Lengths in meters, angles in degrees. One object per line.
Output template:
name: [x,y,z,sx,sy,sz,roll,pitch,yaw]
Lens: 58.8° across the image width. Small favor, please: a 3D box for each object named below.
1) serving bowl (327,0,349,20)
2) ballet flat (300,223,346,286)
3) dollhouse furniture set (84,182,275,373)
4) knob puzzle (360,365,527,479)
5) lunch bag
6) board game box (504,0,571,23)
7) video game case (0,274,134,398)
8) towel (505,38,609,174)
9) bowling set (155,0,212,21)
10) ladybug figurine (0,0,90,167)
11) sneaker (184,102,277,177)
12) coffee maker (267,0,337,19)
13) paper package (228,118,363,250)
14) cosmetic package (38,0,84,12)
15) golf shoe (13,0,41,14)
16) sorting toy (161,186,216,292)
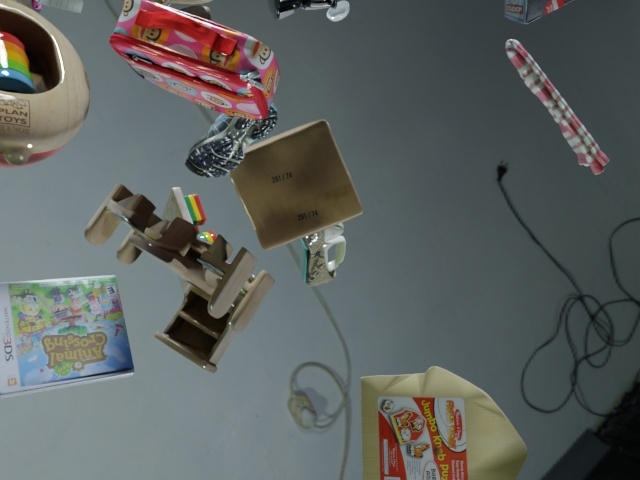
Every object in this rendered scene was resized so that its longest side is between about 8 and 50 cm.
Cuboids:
serving bowl: [0.064,-0.774,1.928,0.083,0.083,0.027,-59,139,-14]
ballet flat: [0.000,0.000,2.031,0.182,0.483,0.164,-10,54,-2]
dollhouse furniture set: [-0.314,0.119,1.301,0.362,0.394,0.256,26,76,21]
knob puzzle: [0.147,0.250,0.686,0.213,0.030,0.213,-3,80,18]
lunch bag: [-0.224,-0.338,1.050,0.293,0.258,0.120,19,86,2]
board game box: [0.276,-0.327,0.596,0.194,0.060,0.194,3,119,-9]
video game case: [-0.442,0.155,0.973,0.212,0.023,0.193,-2,63,-38]
towel: [0.299,-0.173,0.733,0.029,0.144,0.197,-37,87,23]
bowling set: [-0.353,-0.668,1.396,0.154,0.200,0.287,-5,46,0]
ladybug figurine: [-0.617,-0.298,1.098,0.305,0.162,0.449,3,49,-35]
sneaker: [-0.221,-0.266,1.412,0.283,0.122,0.110,-33,132,19]
coffee maker: [-0.055,-0.686,1.497,0.178,0.120,0.171,-17,117,-16]
paper package: [-0.076,-0.165,1.679,0.324,0.168,0.310,-22,102,5]
cosmetic package: [-0.857,-0.794,1.579,0.384,0.217,0.156,2,82,-28]
golf shoe: [-0.736,-0.542,1.404,0.115,0.306,0.140,42,78,-14]
sorting toy: [-0.404,-0.003,1.776,0.089,0.257,0.256,-15,73,-30]
